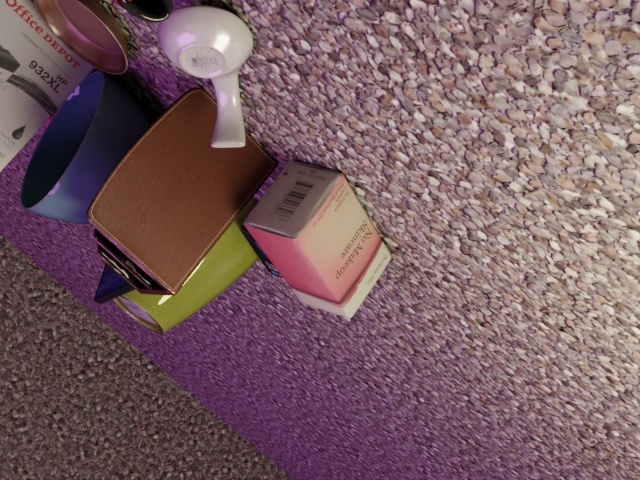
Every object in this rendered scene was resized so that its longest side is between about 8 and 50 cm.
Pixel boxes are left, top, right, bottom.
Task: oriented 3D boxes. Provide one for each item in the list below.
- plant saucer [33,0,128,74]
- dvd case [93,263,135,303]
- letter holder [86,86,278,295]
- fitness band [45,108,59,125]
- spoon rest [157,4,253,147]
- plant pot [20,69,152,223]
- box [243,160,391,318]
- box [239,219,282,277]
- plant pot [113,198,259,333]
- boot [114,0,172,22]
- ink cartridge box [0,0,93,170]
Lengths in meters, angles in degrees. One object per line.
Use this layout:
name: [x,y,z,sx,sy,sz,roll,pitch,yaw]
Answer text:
plant saucer: [-0.399,-0.366,1.703,0.199,0.036,0.198,32,159,13]
dvd case: [-0.342,-0.011,1.893,0.022,0.253,0.180,31,146,-30]
letter holder: [-0.262,-0.088,1.711,0.214,0.301,0.152,45,158,-22]
fitness band: [-0.583,-0.322,2.062,0.291,0.054,0.209,6,144,51]
spoon rest: [-0.160,-0.254,1.500,0.137,0.084,0.276,0,147,5]
plant pot: [-0.404,-0.145,1.884,0.195,0.290,0.290,30,164,-29]
box: [0.000,0.000,1.708,0.127,0.148,0.232,17,153,39]
box: [-0.042,0.017,1.911,0.180,0.077,0.147,20,153,37]
plant pot: [-0.282,0.030,2.008,0.275,0.293,0.274,31,159,14]
boot: [-0.305,-0.389,1.355,0.244,0.088,0.176,37,-175,-22]
ink cartridge box: [-0.594,-0.282,1.807,0.223,0.307,0.129,44,156,-20]
